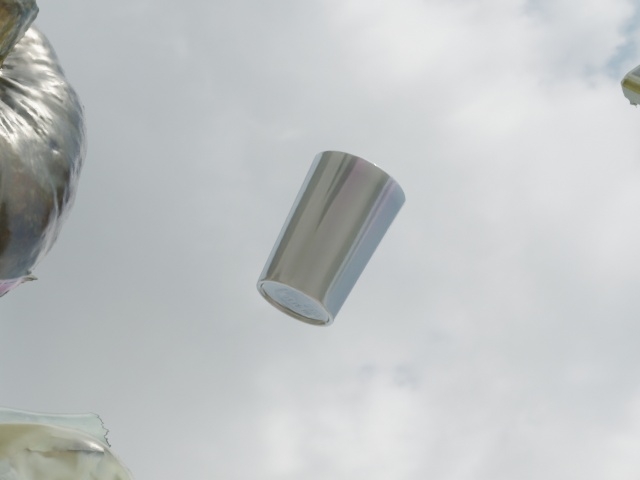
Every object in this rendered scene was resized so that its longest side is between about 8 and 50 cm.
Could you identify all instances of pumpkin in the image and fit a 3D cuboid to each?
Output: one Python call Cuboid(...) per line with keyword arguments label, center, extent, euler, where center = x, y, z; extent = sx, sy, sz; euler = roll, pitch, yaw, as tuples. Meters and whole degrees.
Cuboid(label="pumpkin", center=(-0.244, -0.090, 0.718), extent=(0.189, 0.260, 0.260), euler=(-28, -89, 17))

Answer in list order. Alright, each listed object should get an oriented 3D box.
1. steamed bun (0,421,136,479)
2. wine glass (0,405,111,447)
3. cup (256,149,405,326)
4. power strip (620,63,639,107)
Cuboid(label="steamed bun", center=(-0.245, 0.227, 0.565), extent=(0.238, 0.346, 0.394), euler=(-2, -48, 34))
Cuboid(label="wine glass", center=(-0.251, 0.160, 0.841), extent=(0.093, 0.202, 0.092), euler=(-5, -96, 54))
Cuboid(label="cup", center=(0.000, 0.000, 0.875), extent=(0.074, 0.116, 0.104), euler=(35, -22, -19))
Cuboid(label="power strip", center=(0.320, -0.153, 0.945), extent=(0.076, 0.169, 0.028), euler=(43, -16, 56))
